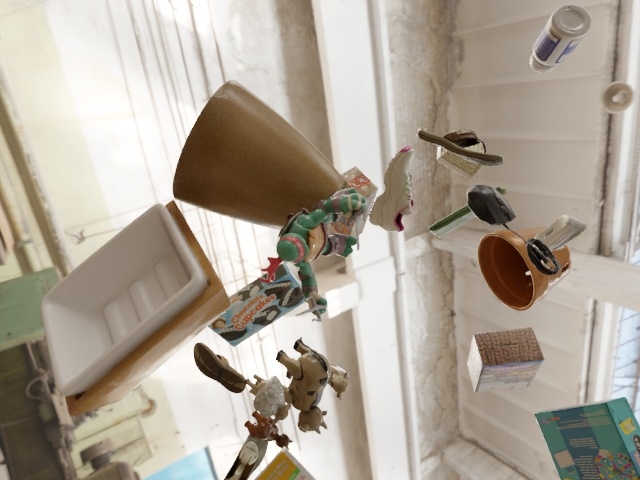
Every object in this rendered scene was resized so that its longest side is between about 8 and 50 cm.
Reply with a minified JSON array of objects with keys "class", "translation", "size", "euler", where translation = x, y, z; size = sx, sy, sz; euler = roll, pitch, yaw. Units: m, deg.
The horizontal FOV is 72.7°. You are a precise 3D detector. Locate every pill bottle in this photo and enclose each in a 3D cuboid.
[{"class":"pill bottle","translation":[0.707,-0.594,1.303],"size":[0.112,0.111,0.187],"euler":[63,-5,14]}]

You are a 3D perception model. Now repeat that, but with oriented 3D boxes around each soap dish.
[{"class":"soap dish","translation":[-0.298,0.101,0.710],"size":[0.229,0.290,0.118],"euler":[49,0,36]}]

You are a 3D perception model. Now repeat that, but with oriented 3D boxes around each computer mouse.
[{"class":"computer mouse","translation":[0.369,-0.031,0.836],"size":[0.242,0.071,0.041],"euler":[55,-32,34]}]

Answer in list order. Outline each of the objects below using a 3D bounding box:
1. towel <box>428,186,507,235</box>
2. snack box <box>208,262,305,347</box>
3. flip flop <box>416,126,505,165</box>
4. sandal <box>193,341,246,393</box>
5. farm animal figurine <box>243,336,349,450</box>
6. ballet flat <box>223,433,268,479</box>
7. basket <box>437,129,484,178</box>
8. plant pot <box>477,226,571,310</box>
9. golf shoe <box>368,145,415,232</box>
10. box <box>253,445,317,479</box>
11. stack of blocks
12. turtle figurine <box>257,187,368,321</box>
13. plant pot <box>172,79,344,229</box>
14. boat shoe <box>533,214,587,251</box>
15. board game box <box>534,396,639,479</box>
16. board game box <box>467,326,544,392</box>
[{"class":"towel","translation":[0.476,-0.083,1.414],"size":[0.038,0.247,0.325],"euler":[61,14,10]},{"class":"snack box","translation":[-0.213,0.223,1.482],"size":[0.060,0.321,0.187],"euler":[57,-1,43]},{"class":"flip flop","translation":[0.408,-0.290,1.270],"size":[0.277,0.112,0.080],"euler":[36,-72,36]},{"class":"sandal","translation":[-0.264,0.334,1.149],"size":[0.180,0.049,0.072],"euler":[32,-73,13]},{"class":"farm animal figurine","translation":[-0.028,0.399,1.138],"size":[0.172,0.330,0.327],"euler":[30,-43,28]},{"class":"ballet flat","translation":[-0.211,0.629,1.219],"size":[0.072,0.213,0.068],"euler":[28,-3,14]},{"class":"basket","translation":[0.559,-0.341,1.714],"size":[0.167,0.113,0.103],"euler":[26,-43,-8]},{"class":"plant pot","translation":[0.736,0.076,1.548],"size":[0.291,0.203,0.291],"euler":[159,-90,-78]},{"class":"golf shoe","translation":[0.278,-0.168,1.497],"size":[0.140,0.115,0.306],"euler":[34,-60,29]},{"class":"box","translation":[-0.033,0.451,0.708],"size":[0.103,0.114,0.203],"euler":[25,-32,43]},{"class":"stack of blocks","translation":[0.105,-0.146,1.687],"size":[0.171,0.087,0.297],"euler":[47,-27,20]},{"class":"turtle figurine","translation":[0.000,0.000,0.613],"size":[0.118,0.234,0.175],"euler":[28,-67,8]},{"class":"plant pot","translation":[-0.095,-0.120,0.794],"size":[0.254,0.237,0.237],"euler":[28,-32,-6]},{"class":"boat shoe","translation":[0.606,-0.003,1.119],"size":[0.063,0.066,0.184],"euler":[21,-35,2]},{"class":"board game box","translation":[0.732,0.597,1.115],"size":[0.254,0.079,0.336],"euler":[123,-42,-58]},{"class":"board game box","translation":[0.748,0.497,1.790],"size":[0.291,0.231,0.141],"euler":[76,8,-50]}]
